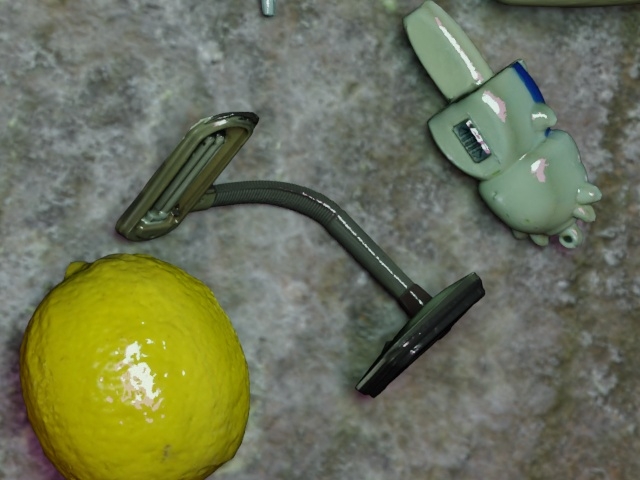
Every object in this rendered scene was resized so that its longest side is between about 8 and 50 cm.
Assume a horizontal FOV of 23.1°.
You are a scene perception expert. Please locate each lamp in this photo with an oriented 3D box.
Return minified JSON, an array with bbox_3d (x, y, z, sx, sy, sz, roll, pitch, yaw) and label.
[{"bbox_3d":[0.002,-0.006,1.239,0.283,0.203,0.124,34,62,-3],"label":"lamp"}]

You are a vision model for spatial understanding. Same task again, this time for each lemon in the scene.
[{"bbox_3d":[-0.143,0.107,1.210,0.180,0.181,0.193,-13,57,-12],"label":"lemon"}]

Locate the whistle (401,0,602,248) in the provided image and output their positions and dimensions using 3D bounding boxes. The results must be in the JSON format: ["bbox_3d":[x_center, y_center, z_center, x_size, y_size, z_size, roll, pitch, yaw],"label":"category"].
[{"bbox_3d":[0.151,-0.096,1.321,0.092,0.110,0.244,-37,94,-43],"label":"whistle"}]

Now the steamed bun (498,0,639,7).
[{"bbox_3d":[0.229,-0.283,1.331,0.225,0.170,0.200,-4,54,5],"label":"steamed bun"}]

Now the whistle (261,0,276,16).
[{"bbox_3d":[-0.044,-0.240,1.323,0.035,0.035,0.100,-1,88,-11],"label":"whistle"}]
